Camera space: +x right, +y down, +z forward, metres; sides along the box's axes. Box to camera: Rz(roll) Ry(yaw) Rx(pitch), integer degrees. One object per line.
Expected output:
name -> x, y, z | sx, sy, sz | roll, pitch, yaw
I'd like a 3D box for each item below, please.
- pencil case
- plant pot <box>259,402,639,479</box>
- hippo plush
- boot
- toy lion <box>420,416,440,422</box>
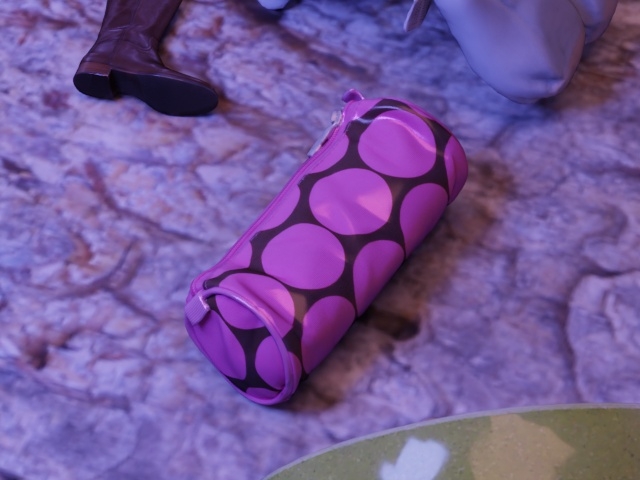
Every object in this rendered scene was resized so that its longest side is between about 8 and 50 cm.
pencil case -> 0.000, 0.000, 1.212 | 0.098, 0.095, 0.209 | 46, 56, -11
plant pot -> 0.105, 0.261, 0.930 | 0.275, 0.275, 0.293 | -4, 67, -3
hippo plush -> 0.051, -0.205, 1.333 | 0.236, 0.234, 0.294 | 1, 29, 39
boot -> -0.109, -0.142, 1.356 | 0.106, 0.037, 0.114 | 13, 49, 7
toy lion -> 0.114, 0.142, 1.140 | 0.096, 0.034, 0.100 | -12, 48, -21
